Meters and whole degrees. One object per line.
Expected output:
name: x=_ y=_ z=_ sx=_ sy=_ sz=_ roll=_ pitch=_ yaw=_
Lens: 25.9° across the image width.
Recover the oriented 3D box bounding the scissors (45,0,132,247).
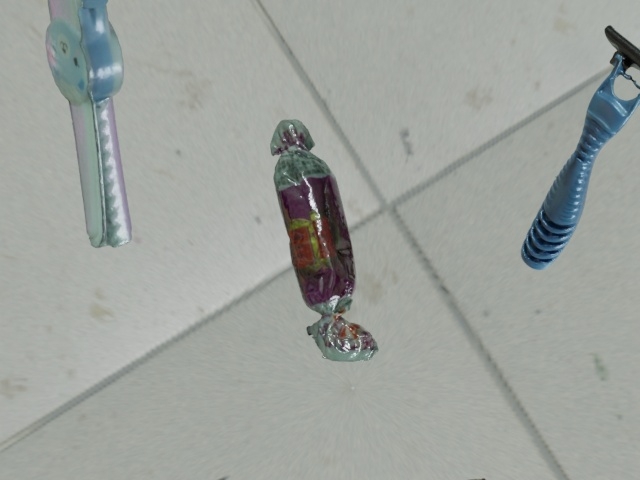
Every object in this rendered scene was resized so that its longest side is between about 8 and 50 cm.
scissors: x=-0.142 y=-0.114 z=0.838 sx=0.030 sy=0.125 sz=0.256 roll=-20 pitch=117 yaw=-30

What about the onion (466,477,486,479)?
onion: x=0.183 y=0.440 z=1.389 sx=0.347 sy=0.348 sz=0.385 roll=-2 pitch=67 yaw=1

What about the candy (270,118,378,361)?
candy: x=0.000 y=0.000 z=0.953 sx=0.045 sy=0.043 sz=0.175 roll=-14 pitch=85 yaw=13

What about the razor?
razor: x=0.217 y=-0.061 z=1.154 sx=0.042 sy=0.253 sz=0.082 roll=-31 pitch=66 yaw=-32
